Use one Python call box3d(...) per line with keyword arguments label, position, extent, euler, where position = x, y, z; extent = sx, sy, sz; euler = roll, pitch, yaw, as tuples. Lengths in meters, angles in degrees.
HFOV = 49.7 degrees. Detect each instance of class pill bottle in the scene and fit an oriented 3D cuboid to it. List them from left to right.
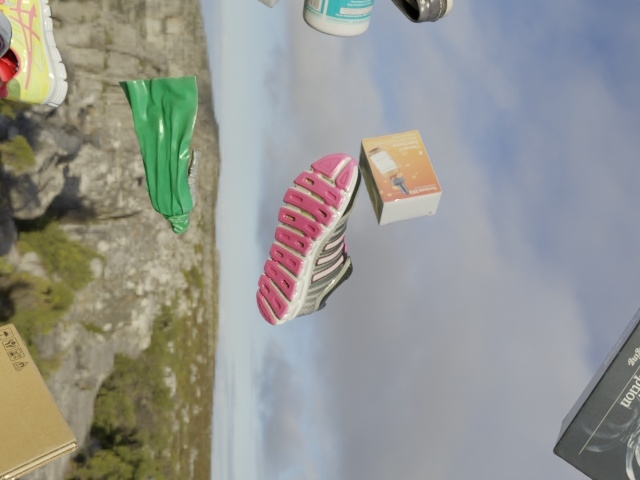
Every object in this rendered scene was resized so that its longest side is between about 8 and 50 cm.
box3d(label="pill bottle", position=(0.052, -0.561, 1.399), extent=(0.146, 0.146, 0.264), euler=(-100, -162, -49))

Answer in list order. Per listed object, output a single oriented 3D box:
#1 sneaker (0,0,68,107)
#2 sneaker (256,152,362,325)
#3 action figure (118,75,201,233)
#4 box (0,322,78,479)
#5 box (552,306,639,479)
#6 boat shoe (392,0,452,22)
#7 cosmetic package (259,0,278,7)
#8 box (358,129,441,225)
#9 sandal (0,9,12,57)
box3d(label="sneaker", position=(-0.400, -0.273, 0.890), extent=(0.081, 0.094, 0.208), euler=(-22, -93, 42))
box3d(label="sneaker", position=(0.000, 0.000, 0.643), extent=(0.063, 0.075, 0.170), euler=(32, -73, 36))
box3d(label="action figure", position=(-0.223, -0.122, 1.026), extent=(0.063, 0.137, 0.232), euler=(-25, 115, -58))
box3d(label="box", position=(-0.393, 0.193, 0.777), extent=(0.201, 0.164, 0.021), euler=(45, -39, 33))
box3d(label="box", position=(0.518, 0.198, 0.842), extent=(0.343, 0.312, 0.179), euler=(-61, 159, 9))
box3d(label="boat shoe", position=(0.104, -0.397, 0.999), extent=(0.206, 0.065, 0.075), euler=(52, -28, 9))
box3d(label="cosmetic package", position=(-0.014, -0.392, 0.810), extent=(0.231, 0.085, 0.117), euler=(-53, 177, -25))
box3d(label="box", position=(0.166, -0.135, 1.473), extent=(0.091, 0.130, 0.170), euler=(94, -17, -59))
box3d(label="sandal", position=(-0.423, -0.169, 0.726), extent=(0.416, 0.169, 0.102), euler=(-4, -89, 59))
